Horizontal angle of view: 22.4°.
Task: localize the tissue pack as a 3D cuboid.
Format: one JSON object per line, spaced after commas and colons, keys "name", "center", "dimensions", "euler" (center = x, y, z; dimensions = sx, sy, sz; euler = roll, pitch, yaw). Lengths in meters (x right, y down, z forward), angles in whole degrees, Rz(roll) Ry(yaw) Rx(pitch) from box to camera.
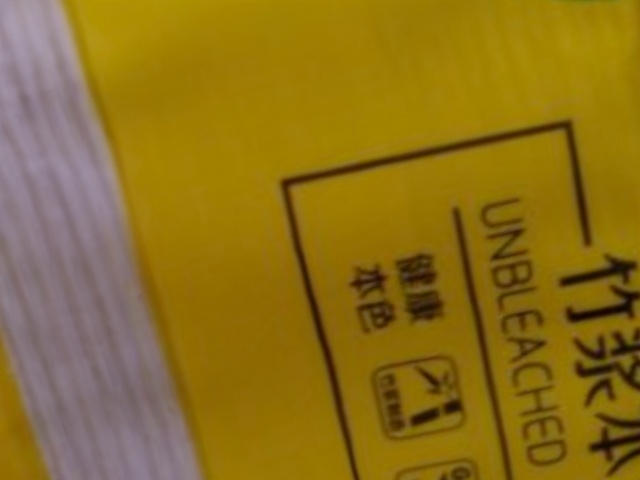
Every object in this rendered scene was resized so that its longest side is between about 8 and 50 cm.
{"name": "tissue pack", "center": [0.000, 0.000, 0.507], "dimensions": [0.228, 0.293, 0.382], "euler": [-12, 113, 2]}
